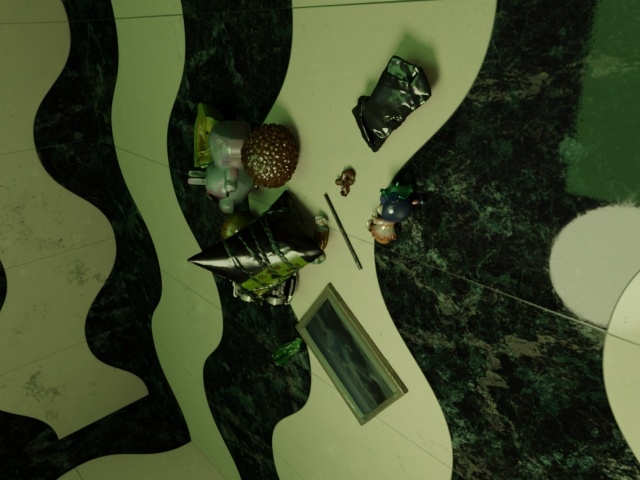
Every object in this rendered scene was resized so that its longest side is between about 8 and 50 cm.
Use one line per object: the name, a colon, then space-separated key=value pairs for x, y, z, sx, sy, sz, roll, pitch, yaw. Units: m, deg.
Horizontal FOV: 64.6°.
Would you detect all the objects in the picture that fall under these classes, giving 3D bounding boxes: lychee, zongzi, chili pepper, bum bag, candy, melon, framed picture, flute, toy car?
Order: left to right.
melon: x=-0.412 y=-0.420 z=1.945 sx=0.265 sy=0.129 sz=0.169 roll=118 pitch=143 yaw=-49
zongzi: x=-0.227 y=0.032 z=1.666 sx=0.383 sy=0.362 sz=0.319 roll=-51 pitch=45 yaw=16
toy car: x=-0.200 y=0.147 z=1.910 sx=0.235 sy=0.158 sz=0.172 roll=11 pitch=96 yaw=5
lychee: x=-0.171 y=-0.267 z=1.657 sx=0.200 sy=0.200 sz=0.238 roll=47 pitch=119 yaw=25
chili pepper: x=-0.126 y=0.436 z=2.053 sx=0.227 sy=0.059 sz=0.088 roll=-47 pitch=66 yaw=48
candy: x=0.000 y=0.000 z=1.696 sx=0.053 sy=0.046 sz=0.182 roll=22 pitch=121 yaw=24
flute: x=0.072 y=-0.028 z=1.620 sx=0.014 sy=0.014 sz=0.269 roll=-31 pitch=83 yaw=52
framed picture: x=0.092 y=0.409 z=1.796 sx=0.446 sy=0.028 sz=0.326 roll=53 pitch=140 yaw=19
bum bag: x=0.170 y=-0.347 z=1.295 sx=0.137 sy=0.074 sz=0.310 roll=52 pitch=147 yaw=2

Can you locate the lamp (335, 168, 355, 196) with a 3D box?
lamp: x=0.078 y=-0.179 z=1.527 sx=0.063 sy=0.031 sz=0.083 roll=55 pitch=136 yaw=15

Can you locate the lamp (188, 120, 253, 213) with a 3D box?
lamp: x=-0.352 y=-0.266 z=1.832 sx=0.247 sy=0.247 sz=0.301 roll=-108 pitch=22 yaw=-48

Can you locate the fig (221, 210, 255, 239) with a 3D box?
fig: x=-0.354 y=-0.050 z=2.028 sx=0.259 sy=0.151 sz=0.151 roll=11 pitch=115 yaw=52

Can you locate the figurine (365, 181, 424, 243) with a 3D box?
figurine: x=0.199 y=-0.075 z=1.385 sx=0.195 sy=0.111 sz=0.102 roll=105 pitch=147 yaw=-42
